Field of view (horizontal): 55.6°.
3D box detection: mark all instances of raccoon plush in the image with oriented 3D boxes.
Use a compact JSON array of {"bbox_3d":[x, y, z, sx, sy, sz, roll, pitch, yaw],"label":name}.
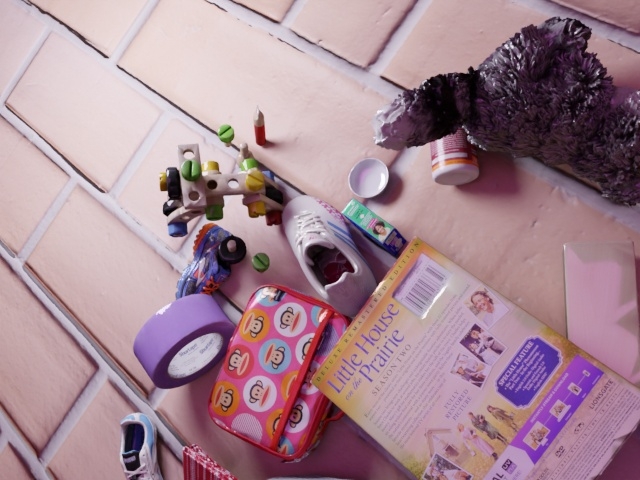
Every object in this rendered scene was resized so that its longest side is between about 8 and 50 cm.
[{"bbox_3d":[0.341,-0.146,0.983,0.446,0.216,0.299,-28,66,-4],"label":"raccoon plush"}]

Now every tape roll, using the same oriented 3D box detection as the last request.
[{"bbox_3d":[-0.265,0.200,1.199,0.189,0.189,0.080,-47,63,6],"label":"tape roll"}]

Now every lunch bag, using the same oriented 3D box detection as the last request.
[{"bbox_3d":[-0.049,0.249,1.136,0.258,0.120,0.293,20,84,22],"label":"lunch bag"}]

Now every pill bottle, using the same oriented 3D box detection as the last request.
[{"bbox_3d":[0.246,-0.186,1.132,0.086,0.086,0.152,-8,74,22],"label":"pill bottle"}]

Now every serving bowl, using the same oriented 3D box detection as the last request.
[{"bbox_3d":[0.099,-0.121,1.212,0.083,0.027,0.083,-6,74,22],"label":"serving bowl"}]

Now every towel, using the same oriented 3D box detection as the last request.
[{"bbox_3d":[-0.142,0.503,1.098,0.275,0.031,0.199,24,125,28],"label":"towel"}]

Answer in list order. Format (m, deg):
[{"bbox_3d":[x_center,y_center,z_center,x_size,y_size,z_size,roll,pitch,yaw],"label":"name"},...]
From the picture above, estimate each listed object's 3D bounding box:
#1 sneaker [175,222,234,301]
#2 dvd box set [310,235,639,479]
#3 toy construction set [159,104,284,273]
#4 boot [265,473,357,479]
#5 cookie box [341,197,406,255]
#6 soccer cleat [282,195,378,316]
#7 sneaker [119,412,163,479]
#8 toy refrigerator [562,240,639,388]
[{"bbox_3d":[-0.238,0.073,1.284,0.087,0.083,0.221,15,85,21],"label":"sneaker"},{"bbox_3d":[0.226,0.231,0.938,0.420,0.062,0.308,36,92,26],"label":"dvd box set"},{"bbox_3d":[-0.183,-0.135,1.196,0.257,0.237,0.309,17,70,2],"label":"toy construction set"},{"bbox_3d":[0.015,0.471,1.024,0.258,0.095,0.123,-7,82,30],"label":"boot"},{"bbox_3d":[0.102,-0.025,1.150,0.107,0.092,0.040,38,90,27],"label":"cookie box"},{"bbox_3d":[0.000,0.000,1.127,0.116,0.143,0.331,-42,47,6],"label":"soccer cleat"},{"bbox_3d":[-0.365,0.470,1.230,0.085,0.086,0.237,-22,70,16],"label":"sneaker"},{"bbox_3d":[0.441,0.142,0.956,0.102,0.094,0.270,-3,77,20],"label":"toy refrigerator"}]
